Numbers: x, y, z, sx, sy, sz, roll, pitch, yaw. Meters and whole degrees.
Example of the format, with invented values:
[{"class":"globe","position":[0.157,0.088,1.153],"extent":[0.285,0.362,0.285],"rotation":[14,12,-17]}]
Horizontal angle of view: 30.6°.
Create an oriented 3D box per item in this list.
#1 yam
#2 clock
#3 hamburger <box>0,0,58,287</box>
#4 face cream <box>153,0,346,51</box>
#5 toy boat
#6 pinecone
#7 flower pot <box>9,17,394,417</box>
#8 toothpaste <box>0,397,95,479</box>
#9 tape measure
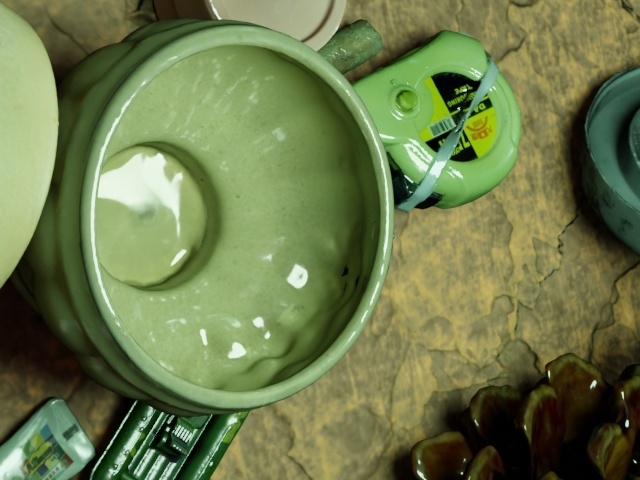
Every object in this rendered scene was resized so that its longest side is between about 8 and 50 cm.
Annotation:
[{"class":"yam","position":[0.015,-0.180,1.138],"extent":[0.094,0.043,0.043],"rotation":[-33,106,-28]},{"class":"clock","position":[0.433,-0.078,1.265],"extent":[0.313,0.312,0.061],"rotation":[-30,147,-28]},{"class":"hamburger","position":[-0.317,-0.069,0.798],"extent":[0.176,0.300,0.300],"rotation":[14,82,-46]},{"class":"face cream","position":[-0.063,-0.228,1.055],"extent":[0.149,0.104,0.149],"rotation":[0,90,-31]},{"class":"toy boat","position":[-0.121,0.163,1.048],"extent":[0.104,0.052,0.210],"rotation":[40,71,-22]},{"class":"pinecone","position":[0.267,0.298,1.122],"extent":[0.398,0.398,0.397],"rotation":[0,89,-31]},{"class":"flower pot","position":[-0.115,-0.018,0.937],"extent":[0.308,0.244,0.307],"rotation":[-2,93,-36]},{"class":"toothpaste","position":[-0.295,0.229,0.954],"extent":[0.255,0.037,0.067],"rotation":[-39,109,-29]},{"class":"tape measure","position":[0.111,-0.116,1.162],"extent":[0.200,0.106,0.175],"rotation":[-35,93,-29]}]
